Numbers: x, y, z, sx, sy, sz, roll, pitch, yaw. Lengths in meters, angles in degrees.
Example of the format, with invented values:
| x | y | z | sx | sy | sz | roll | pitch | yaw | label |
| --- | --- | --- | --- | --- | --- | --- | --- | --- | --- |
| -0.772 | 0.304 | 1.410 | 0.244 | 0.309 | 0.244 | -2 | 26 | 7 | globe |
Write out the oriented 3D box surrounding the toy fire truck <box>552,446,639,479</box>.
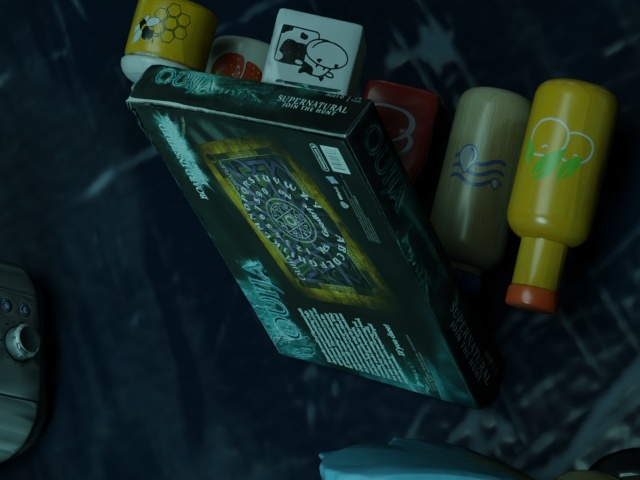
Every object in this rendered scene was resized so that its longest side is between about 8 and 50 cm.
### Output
| x | y | z | sx | sy | sz | roll | pitch | yaw | label |
| --- | --- | --- | --- | --- | --- | --- | --- | --- | --- |
| 0.123 | 0.237 | 0.612 | 0.217 | 0.158 | 0.246 | 29 | 110 | 7 | toy fire truck |

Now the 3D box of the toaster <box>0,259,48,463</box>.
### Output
| x | y | z | sx | sy | sz | roll | pitch | yaw | label |
| --- | --- | --- | --- | --- | --- | --- | --- | --- | --- |
| -0.275 | 0.072 | 0.966 | 0.227 | 0.146 | 0.129 | -16 | 66 | 30 | toaster |

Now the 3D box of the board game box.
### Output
| x | y | z | sx | sy | sz | roll | pitch | yaw | label |
| --- | --- | --- | --- | --- | --- | --- | --- | --- | --- |
| 0.000 | 0.000 | 0.782 | 0.126 | 0.186 | 0.026 | 13 | 56 | 36 | board game box |

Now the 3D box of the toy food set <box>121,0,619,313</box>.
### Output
| x | y | z | sx | sy | sz | roll | pitch | yaw | label |
| --- | --- | --- | --- | --- | --- | --- | --- | --- | --- |
| 0.015 | -0.037 | 0.815 | 0.232 | 0.111 | 0.105 | 13 | 82 | 5 | toy food set |

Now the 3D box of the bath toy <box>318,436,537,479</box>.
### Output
| x | y | z | sx | sy | sz | roll | pitch | yaw | label |
| --- | --- | --- | --- | --- | --- | --- | --- | --- | --- |
| 0.011 | 0.258 | 0.727 | 0.129 | 0.151 | 0.348 | -166 | 95 | -75 | bath toy |
